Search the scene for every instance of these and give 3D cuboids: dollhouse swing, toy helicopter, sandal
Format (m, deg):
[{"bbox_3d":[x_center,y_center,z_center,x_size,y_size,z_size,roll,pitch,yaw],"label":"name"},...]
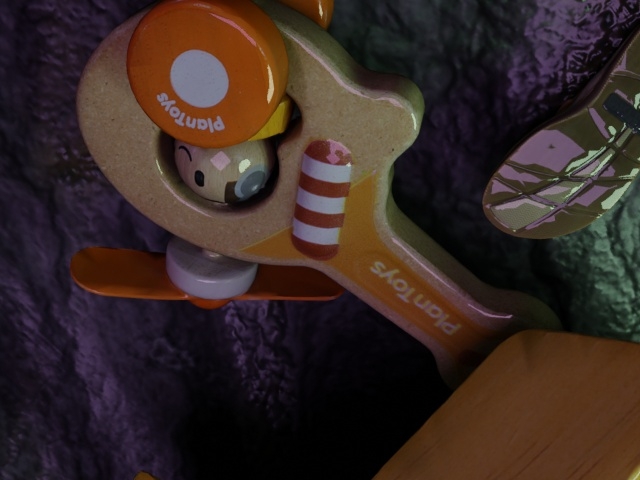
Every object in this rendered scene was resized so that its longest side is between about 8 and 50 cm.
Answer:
[{"bbox_3d":[0.092,0.204,0.705,0.315,0.305,0.347,-45,134,-13],"label":"dollhouse swing"},{"bbox_3d":[0.000,0.000,0.626,0.355,0.140,0.235,38,123,-10],"label":"toy helicopter"},{"bbox_3d":[0.176,-0.072,0.634,0.072,0.049,0.180,39,98,-10],"label":"sandal"}]
